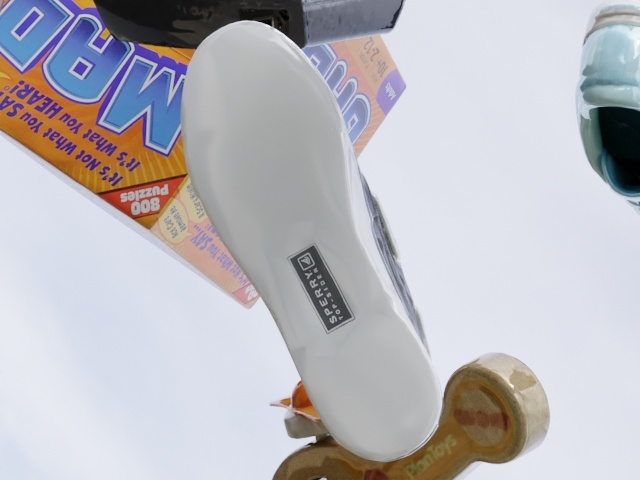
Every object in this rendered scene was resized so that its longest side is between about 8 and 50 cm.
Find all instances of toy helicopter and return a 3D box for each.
[{"bbox_3d":[0.059,0.184,1.187,0.235,0.140,0.355,58,-43,16],"label":"toy helicopter"}]

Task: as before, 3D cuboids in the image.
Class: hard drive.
[{"bbox_3d":[-0.065,-0.208,1.307,0.255,0.172,0.054,9,-72,38],"label":"hard drive"}]

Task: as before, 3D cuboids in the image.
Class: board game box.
[{"bbox_3d":[-0.169,-0.193,1.734,0.356,0.356,0.356,33,-5,22],"label":"board game box"}]

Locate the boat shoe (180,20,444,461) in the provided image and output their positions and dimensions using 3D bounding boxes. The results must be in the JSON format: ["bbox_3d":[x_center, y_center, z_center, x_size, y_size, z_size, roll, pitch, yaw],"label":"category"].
[{"bbox_3d":[0.000,0.000,0.959,0.301,0.108,0.102,63,6,4],"label":"boat shoe"}]

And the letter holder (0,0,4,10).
[{"bbox_3d":[-0.401,-0.153,1.316,0.214,0.302,0.152,-4,-33,41],"label":"letter holder"}]

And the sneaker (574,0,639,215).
[{"bbox_3d":[0.338,-0.086,1.536,0.135,0.150,0.366,3,-33,32],"label":"sneaker"}]
